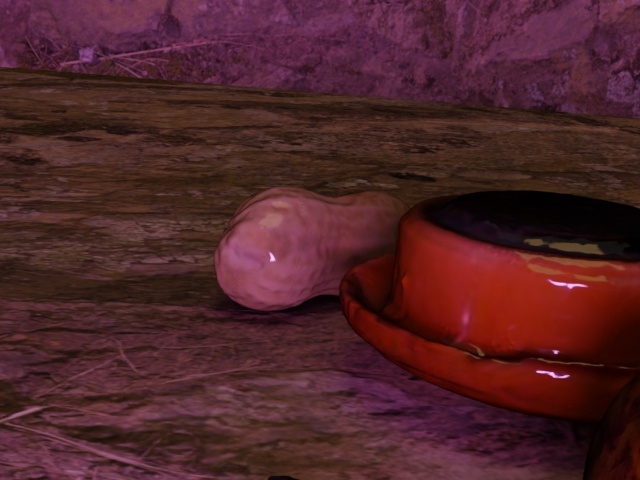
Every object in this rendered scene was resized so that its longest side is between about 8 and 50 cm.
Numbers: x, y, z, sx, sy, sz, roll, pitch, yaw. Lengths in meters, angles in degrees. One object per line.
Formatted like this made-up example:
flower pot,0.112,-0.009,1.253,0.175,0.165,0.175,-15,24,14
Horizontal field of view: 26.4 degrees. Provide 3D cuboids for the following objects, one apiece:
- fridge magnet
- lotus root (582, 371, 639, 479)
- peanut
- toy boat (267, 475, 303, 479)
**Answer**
fridge magnet,0.196,0.051,1.131,0.364,0.155,0.363,5,13,-1
lotus root,0.221,0.155,0.712,0.141,0.169,0.314,3,18,-8
peanut,0.000,0.000,1.332,0.257,0.123,0.123,-9,20,-44
toy boat,-0.002,0.180,0.768,0.066,0.059,0.140,-38,35,-27
